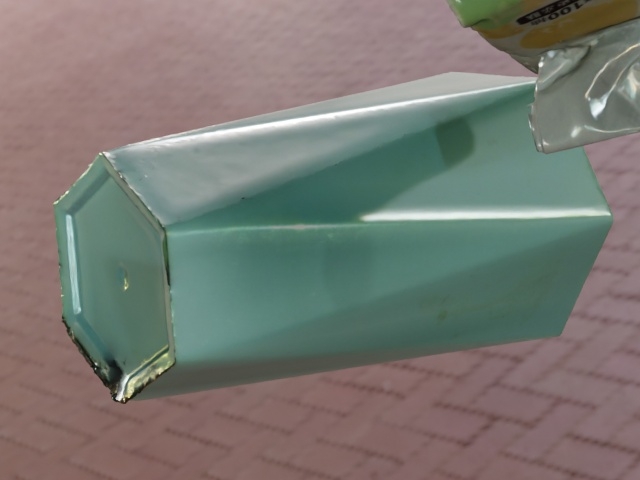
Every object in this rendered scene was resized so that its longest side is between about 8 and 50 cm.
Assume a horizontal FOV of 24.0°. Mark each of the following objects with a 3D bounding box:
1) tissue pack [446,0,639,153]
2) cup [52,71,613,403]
[{"bbox_3d":[0.162,-0.135,0.572,0.229,0.145,0.159,-25,-8,18],"label":"tissue pack"},{"bbox_3d":[0.000,0.000,0.707,0.236,0.148,0.134,-12,41,-33],"label":"cup"}]
